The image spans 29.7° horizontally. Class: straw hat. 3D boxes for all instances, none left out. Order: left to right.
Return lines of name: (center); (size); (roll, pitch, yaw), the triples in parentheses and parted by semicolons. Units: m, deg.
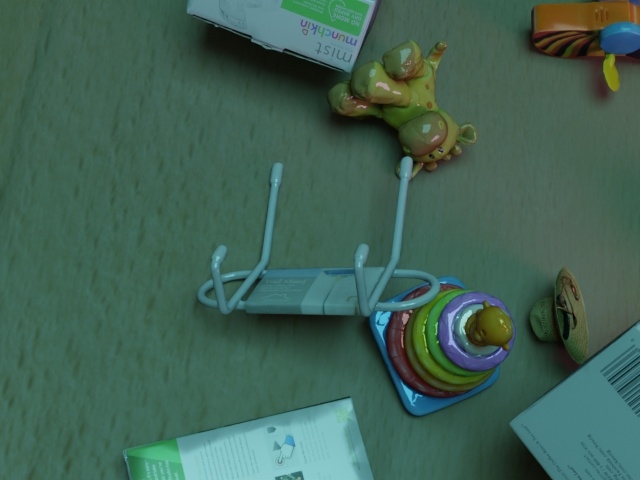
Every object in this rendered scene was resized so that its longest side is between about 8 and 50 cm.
straw hat: (0.340, 0.114, 1.761); (0.061, 0.144, 0.145); (-13, 65, 28)

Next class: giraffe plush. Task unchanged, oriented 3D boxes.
giraffe plush: (0.137, -0.188, 1.823); (0.210, 0.181, 0.171); (-18, 80, -51)

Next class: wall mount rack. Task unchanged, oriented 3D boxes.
wall mount rack: (0.000, 0.000, 1.686); (0.350, 0.131, 0.304); (0, 25, 18)

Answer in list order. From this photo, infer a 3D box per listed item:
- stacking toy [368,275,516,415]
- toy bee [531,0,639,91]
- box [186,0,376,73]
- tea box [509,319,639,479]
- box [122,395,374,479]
stacking toy: (0.193, 0.123, 1.604); (0.165, 0.302, 0.175); (-22, 84, -15)
toy bee: (0.493, -0.323, 1.931); (0.298, 0.162, 0.195); (16, 73, 25)
box: (-0.041, -0.382, 1.820); (0.262, 0.127, 0.231); (21, 30, 1)
tea box: (0.467, 0.270, 1.556); (0.220, 0.323, 0.329); (-43, 77, 23)
box: (-0.083, 0.357, 1.611); (0.322, 0.058, 0.232); (-11, 70, -13)
